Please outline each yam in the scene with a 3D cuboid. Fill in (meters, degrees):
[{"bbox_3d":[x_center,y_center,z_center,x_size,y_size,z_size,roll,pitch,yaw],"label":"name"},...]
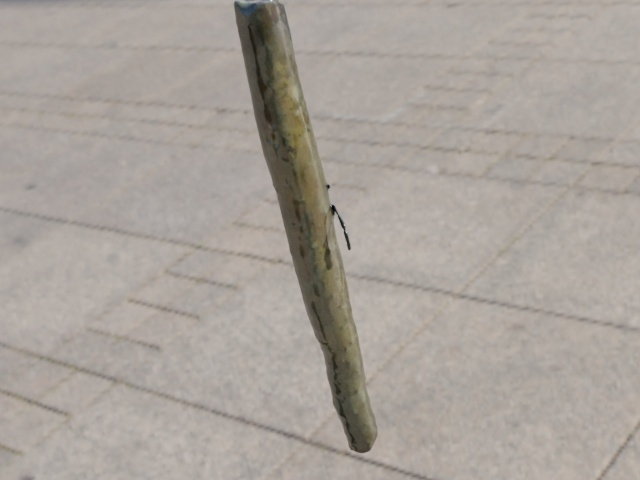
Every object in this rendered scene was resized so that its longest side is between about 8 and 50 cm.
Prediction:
[{"bbox_3d":[-0.001,0.000,0.533,0.029,0.234,0.027,-14,20,0],"label":"yam"}]
